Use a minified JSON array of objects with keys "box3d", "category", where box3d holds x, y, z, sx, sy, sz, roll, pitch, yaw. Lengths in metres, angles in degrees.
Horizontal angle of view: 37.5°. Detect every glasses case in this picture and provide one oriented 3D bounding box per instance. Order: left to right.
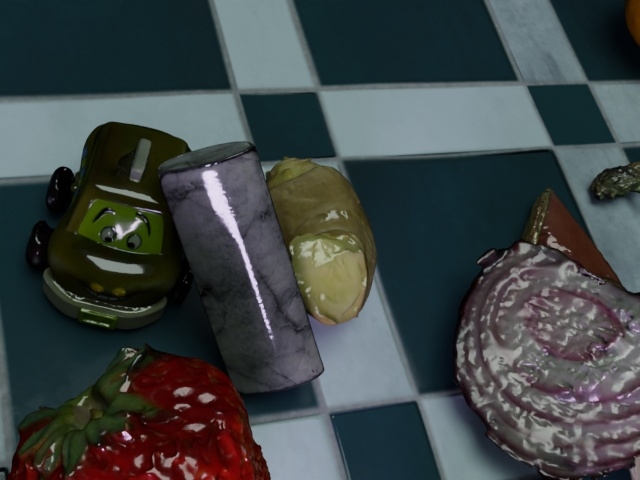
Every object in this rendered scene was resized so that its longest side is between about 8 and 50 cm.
[{"box3d":[-0.085,0.037,1.074,0.114,0.299,0.060,-14,25,7],"category":"glasses case"}]

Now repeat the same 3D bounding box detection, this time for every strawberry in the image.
[{"box3d":[-0.159,0.259,0.949,0.276,0.257,0.257,54,51,-25],"category":"strawberry"}]

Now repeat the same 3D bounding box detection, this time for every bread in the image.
[{"box3d":[0.347,0.022,1.360,0.119,0.067,0.192,-27,71,-31],"category":"bread"}]

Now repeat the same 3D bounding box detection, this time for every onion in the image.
[{"box3d":[0.308,0.167,1.222,0.314,0.146,0.280,32,75,20],"category":"onion"}]

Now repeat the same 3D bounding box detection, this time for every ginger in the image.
[{"box3d":[0.000,0.000,1.211,0.138,0.152,0.267,-22,47,-1],"category":"ginger"}]

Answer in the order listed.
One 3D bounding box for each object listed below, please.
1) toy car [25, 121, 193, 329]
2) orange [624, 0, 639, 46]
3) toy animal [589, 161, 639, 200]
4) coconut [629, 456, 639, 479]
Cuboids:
[{"box3d":[-0.229,-0.040,1.117,0.204,0.198,0.247,15,57,-11],"category":"toy car"},{"box3d":[0.654,-0.418,1.621,0.261,0.261,0.261,9,57,-14],"category":"orange"},{"box3d":[0.527,-0.099,1.493,0.220,0.086,0.069,-4,100,-27],"category":"toy animal"},{"box3d":[0.461,0.275,1.195,0.147,0.147,0.152,-1,64,-20],"category":"coconut"}]
